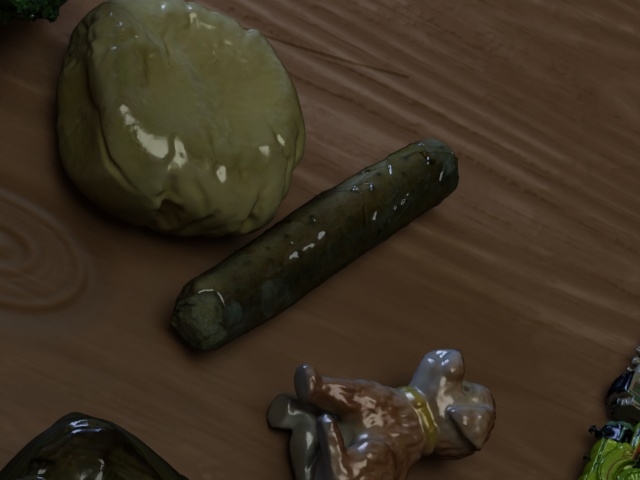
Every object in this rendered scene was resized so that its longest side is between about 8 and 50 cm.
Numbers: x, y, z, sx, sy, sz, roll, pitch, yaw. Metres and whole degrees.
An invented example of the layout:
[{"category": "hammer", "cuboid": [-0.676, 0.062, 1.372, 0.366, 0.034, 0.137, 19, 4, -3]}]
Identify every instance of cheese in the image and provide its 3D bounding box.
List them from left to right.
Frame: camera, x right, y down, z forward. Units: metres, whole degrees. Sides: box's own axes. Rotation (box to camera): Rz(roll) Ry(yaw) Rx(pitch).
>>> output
[{"category": "cheese", "cuboid": [-0.116, -0.110, 1.577, 0.214, 0.117, 0.226, 9, 59, -27]}]

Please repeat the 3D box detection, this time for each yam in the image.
[{"category": "yam", "cuboid": [0.000, 0.000, 1.601, 0.317, 0.067, 0.071, -32, 103, -34]}]

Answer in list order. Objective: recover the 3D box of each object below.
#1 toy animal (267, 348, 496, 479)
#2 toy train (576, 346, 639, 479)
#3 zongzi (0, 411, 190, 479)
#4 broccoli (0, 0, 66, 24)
[{"category": "toy animal", "cuboid": [0.073, 0.188, 1.532, 0.185, 0.104, 0.184, -4, 67, -31]}, {"category": "toy train", "cuboid": [0.287, 0.179, 1.659, 0.085, 0.053, 0.250, 33, 57, 0]}, {"category": "zongzi", "cuboid": [-0.141, 0.434, 1.314, 0.500, 0.218, 0.467, 41, 82, -16]}, {"category": "broccoli", "cuboid": [-0.312, -0.268, 1.513, 0.270, 0.270, 0.270, -42, 88, 0]}]
